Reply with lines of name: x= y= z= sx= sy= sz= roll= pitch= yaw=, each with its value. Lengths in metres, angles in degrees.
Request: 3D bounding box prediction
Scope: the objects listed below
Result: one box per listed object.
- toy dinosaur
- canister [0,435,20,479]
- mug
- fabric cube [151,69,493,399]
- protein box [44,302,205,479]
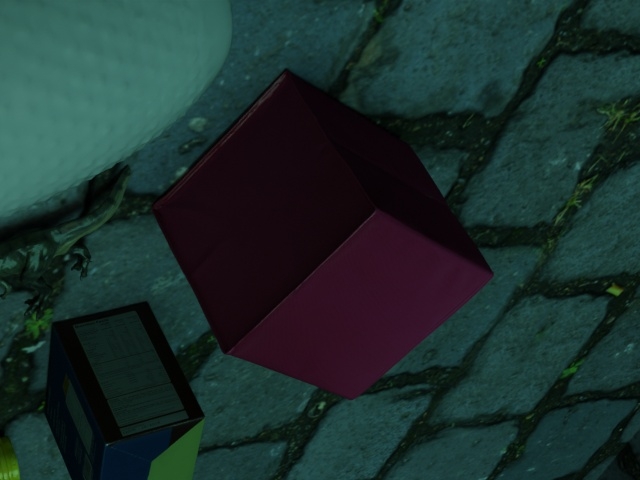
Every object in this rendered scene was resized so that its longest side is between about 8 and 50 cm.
toy dinosaur: x=-0.325 y=0.019 z=1.631 sx=0.268 sy=0.064 sz=0.118 roll=-28 pitch=139 yaw=-11
canister: x=-0.502 y=0.337 z=1.875 sx=0.170 sy=0.073 sz=0.126 roll=-11 pitch=140 yaw=-25
mug: x=-0.277 y=-0.169 z=1.289 sx=0.328 sy=0.276 sz=0.374 roll=-26 pitch=176 yaw=-26
fabric cube: x=0.000 y=0.000 z=1.679 sx=0.254 sy=0.259 sz=0.258 roll=-44 pitch=142 yaw=18
protein box: x=-0.262 y=0.229 z=1.809 sx=0.136 sy=0.201 sz=0.199 roll=-12 pitch=141 yaw=-25
